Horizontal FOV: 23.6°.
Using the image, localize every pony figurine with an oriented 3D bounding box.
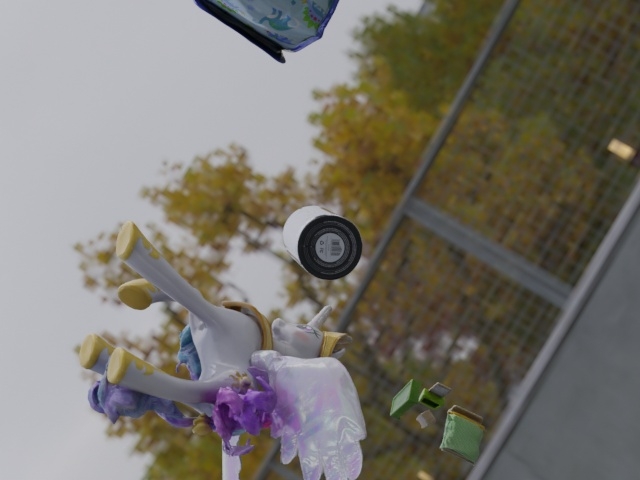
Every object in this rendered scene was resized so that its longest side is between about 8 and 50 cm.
[{"bbox_3d":[-0.105,0.179,1.864,0.303,0.363,0.351,-41,37,40],"label":"pony figurine"}]

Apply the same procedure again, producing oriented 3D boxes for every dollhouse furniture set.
[{"bbox_3d":[0.180,0.252,2.192,0.058,0.152,0.076,-49,19,47],"label":"dollhouse furniture set"}]

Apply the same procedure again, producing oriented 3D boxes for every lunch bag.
[{"bbox_3d":[-0.065,-0.263,1.670,0.096,0.129,0.151,-63,19,-17],"label":"lunch bag"}]

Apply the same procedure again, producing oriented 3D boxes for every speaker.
[{"bbox_3d":[0.000,0.000,1.299,0.055,0.055,0.136,-58,8,0],"label":"speaker"}]
